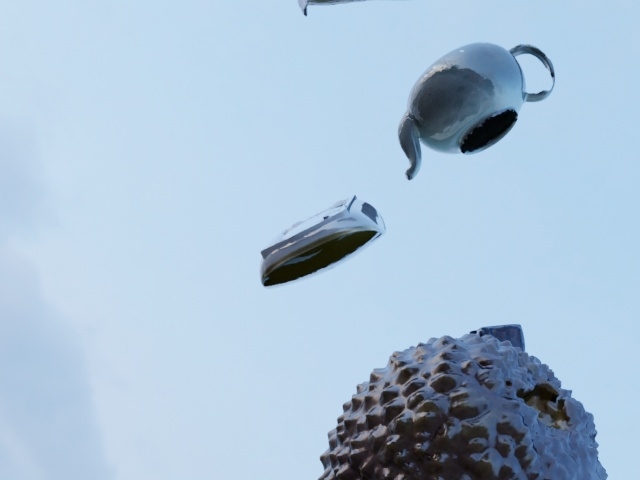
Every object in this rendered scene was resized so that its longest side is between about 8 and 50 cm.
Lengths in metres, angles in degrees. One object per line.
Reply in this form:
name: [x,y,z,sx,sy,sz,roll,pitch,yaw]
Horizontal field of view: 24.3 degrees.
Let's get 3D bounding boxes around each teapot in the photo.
teapot: [0.227,-0.208,2.259,0.129,0.294,0.193,58,-12,20]

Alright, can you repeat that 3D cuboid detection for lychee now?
lychee: [0.124,0.220,1.396,0.267,0.267,0.267,31,-26,17]

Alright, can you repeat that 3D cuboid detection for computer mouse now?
computer mouse: [0.001,0.002,1.193,0.044,0.102,0.199,64,5,-3]

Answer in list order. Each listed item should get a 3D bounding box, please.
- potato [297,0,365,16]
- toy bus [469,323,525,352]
potato: [0.099,-0.298,1.211,0.266,0.229,0.229,-3,-28,-7]
toy bus: [0.213,0.134,1.812,0.065,0.047,0.166,-7,-11,0]
